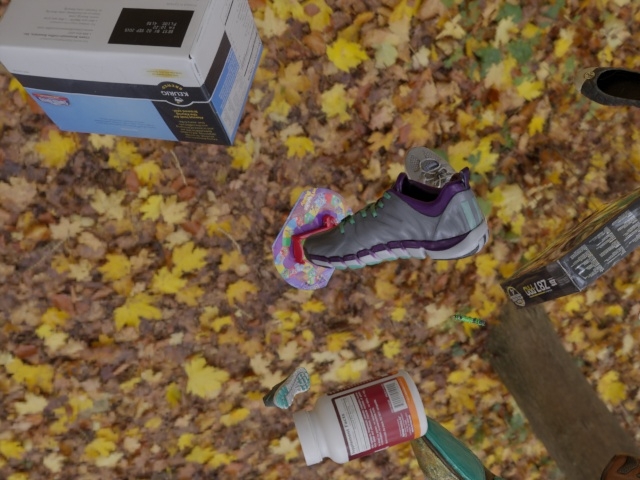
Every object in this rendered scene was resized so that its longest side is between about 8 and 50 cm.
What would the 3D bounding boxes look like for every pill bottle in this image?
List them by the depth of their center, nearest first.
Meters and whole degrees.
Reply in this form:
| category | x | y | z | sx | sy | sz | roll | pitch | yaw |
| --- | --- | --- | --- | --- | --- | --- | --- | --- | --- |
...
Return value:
| category | x | y | z | sx | sy | sz | roll | pitch | yaw |
| --- | --- | --- | --- | --- | --- | --- | --- | --- | --- |
| pill bottle | 0.046 | 0.220 | 0.794 | 0.152 | 0.086 | 0.086 | -16 | 138 | -6 |

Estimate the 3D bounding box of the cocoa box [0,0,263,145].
| category | x | y | z | sx | sy | sz | roll | pitch | yaw |
| --- | --- | --- | --- | --- | --- | --- | --- | --- | --- |
| cocoa box | -0.304 | -0.322 | 1.083 | 0.347 | 0.231 | 0.228 | 7 | 156 | 14 |

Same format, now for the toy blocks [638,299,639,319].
| category | x | y | z | sx | sy | sz | roll | pitch | yaw |
| --- | --- | --- | --- | --- | --- | --- | --- | --- | --- |
| toy blocks | 0.737 | 0.176 | 1.352 | 0.123 | 0.148 | 0.054 | 4 | 126 | 4 |

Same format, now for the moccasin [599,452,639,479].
| category | x | y | z | sx | sy | sz | roll | pitch | yaw |
| --- | --- | --- | --- | --- | --- | --- | --- | --- | --- |
| moccasin | 0.575 | 0.562 | 1.161 | 0.139 | 0.147 | 0.380 | -19 | 116 | -45 |

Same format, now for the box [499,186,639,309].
| category | x | y | z | sx | sy | sz | roll | pitch | yaw |
| --- | --- | --- | --- | --- | --- | --- | --- | --- | --- |
| box | 0.663 | 0.006 | 1.577 | 0.395 | 0.097 | 0.318 | -34 | 172 | -15 |

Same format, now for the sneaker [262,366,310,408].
| category | x | y | z | sx | sy | sz | roll | pitch | yaw |
| --- | --- | --- | --- | --- | --- | --- | --- | --- | --- |
| sneaker | -0.088 | 0.373 | 1.643 | 0.076 | 0.065 | 0.166 | -19 | -177 | 33 |

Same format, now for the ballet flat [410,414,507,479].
| category | x | y | z | sx | sy | sz | roll | pitch | yaw |
| --- | --- | --- | --- | --- | --- | --- | --- | --- | --- |
| ballet flat | 0.268 | 0.443 | 1.133 | 0.348 | 0.123 | 0.123 | 35 | 122 | 1 |

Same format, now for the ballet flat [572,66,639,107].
| category | x | y | z | sx | sy | sz | roll | pitch | yaw |
| --- | --- | --- | --- | --- | --- | --- | --- | --- | --- |
| ballet flat | 0.401 | -0.198 | 0.824 | 0.049 | 0.173 | 0.057 | 37 | 86 | -44 |

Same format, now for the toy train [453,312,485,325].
| category | x | y | z | sx | sy | sz | roll | pitch | yaw |
| --- | --- | --- | --- | --- | --- | --- | --- | --- | --- |
| toy train | 0.357 | 0.190 | 1.551 | 0.083 | 0.023 | 0.017 | 13 | 89 | -21 |

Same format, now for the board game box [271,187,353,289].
| category | x | y | z | sx | sy | sz | roll | pitch | yaw |
| --- | --- | --- | --- | --- | --- | --- | --- | --- | --- |
| board game box | 0.000 | 0.000 | 1.040 | 0.133 | 0.033 | 0.169 | 36 | 78 | -36 |

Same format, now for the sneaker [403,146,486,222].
| category | x | y | z | sx | sy | sz | roll | pitch | yaw |
| --- | --- | --- | --- | --- | --- | --- | --- | --- | --- |
| sneaker | 0.294 | -0.133 | 1.503 | 0.105 | 0.281 | 0.115 | -34 | 151 | -7 |

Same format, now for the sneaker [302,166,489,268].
| category | x | y | z | sx | sy | sz | roll | pitch | yaw |
| --- | --- | --- | --- | --- | --- | --- | --- | --- | --- |
| sneaker | 0.073 | -0.029 | 0.727 | 0.223 | 0.083 | 0.098 | -7 | 112 | 29 |
